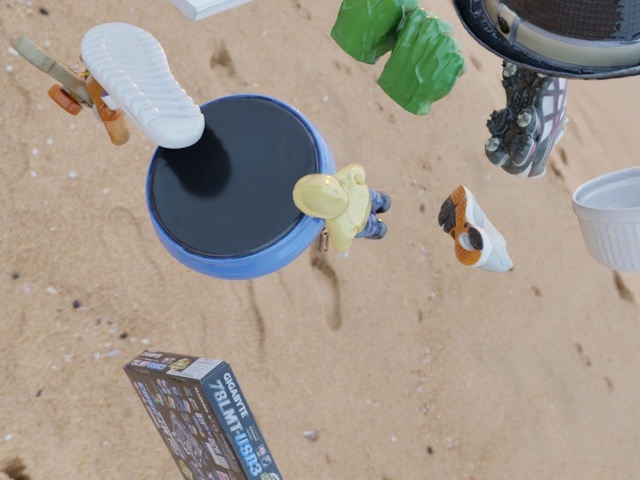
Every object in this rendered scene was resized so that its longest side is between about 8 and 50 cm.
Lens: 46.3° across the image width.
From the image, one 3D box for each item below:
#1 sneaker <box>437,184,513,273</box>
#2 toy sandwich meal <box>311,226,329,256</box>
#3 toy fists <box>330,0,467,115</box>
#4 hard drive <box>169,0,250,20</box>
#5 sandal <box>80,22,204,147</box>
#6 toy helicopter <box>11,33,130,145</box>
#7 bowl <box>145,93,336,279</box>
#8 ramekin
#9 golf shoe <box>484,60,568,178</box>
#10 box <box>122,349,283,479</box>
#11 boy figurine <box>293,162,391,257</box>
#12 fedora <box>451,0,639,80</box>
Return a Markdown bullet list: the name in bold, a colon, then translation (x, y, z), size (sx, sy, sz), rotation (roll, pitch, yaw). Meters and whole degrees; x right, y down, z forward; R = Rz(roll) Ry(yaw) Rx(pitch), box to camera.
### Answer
- **sneaker**: translation (0.346, -0.017, 1.661), size (0.121, 0.099, 0.262), rotation (26, 34, -25)
- **toy sandwich meal**: translation (0.000, 0.000, 1.729), size (0.029, 0.085, 0.085), rotation (6, 59, -9)
- **toy fists**: translation (0.133, -0.338, 1.235), size (0.096, 0.142, 0.279), rotation (-7, 48, -40)
- **hard drive**: translation (-0.257, -0.640, 1.810), size (0.203, 0.040, 0.307), rotation (42, 50, 14)
- **sandal**: translation (-0.373, -0.302, 1.503), size (0.169, 0.102, 0.416), rotation (-11, 48, -30)
- **toy helicopter**: translation (-0.521, -0.331, 1.587), size (0.235, 0.140, 0.355), rotation (44, 2, 14)
- **bowl**: translation (-0.165, -0.117, 1.487), size (0.077, 0.391, 0.391), rotation (61, 17, -67)
- **ramekin**: translation (0.489, -0.033, 1.118), size (0.207, 0.207, 0.109), rotation (-34, 114, -49)
- **golf shoe**: translation (0.347, -0.231, 1.194), size (0.120, 0.105, 0.273), rotation (24, 87, -44)
- **box**: translation (-0.219, 0.352, 1.407), size (0.073, 0.293, 0.295), rotation (-34, 109, -35)
- **boy figurine**: translation (0.045, -0.057, 1.381), size (0.285, 0.092, 0.177), rotation (10, 88, -63)
- **fedora**: translation (0.311, -0.342, 0.879), size (0.152, 0.334, 0.334), rotation (79, 17, -51)
